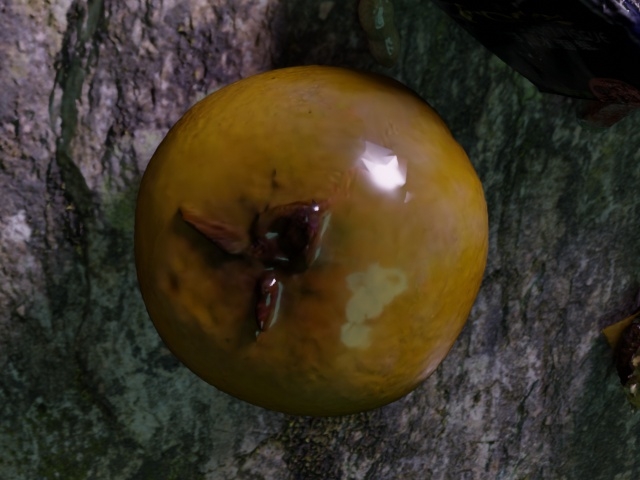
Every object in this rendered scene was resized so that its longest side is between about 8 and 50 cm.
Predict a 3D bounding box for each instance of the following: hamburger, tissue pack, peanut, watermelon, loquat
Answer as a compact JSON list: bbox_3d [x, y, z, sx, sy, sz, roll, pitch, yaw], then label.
[{"bbox_3d":[0.515,0.147,1.508,0.261,0.139,0.243,-38,131,11],"label":"hamburger"},{"bbox_3d":[0.195,-0.224,1.001,0.332,0.245,0.123,29,80,-39],"label":"tissue pack"},{"bbox_3d":[0.059,-0.204,1.093,0.037,0.037,0.083,-25,125,-1],"label":"peanut"},{"bbox_3d":[0.322,-0.189,1.161,0.071,0.139,0.187,27,108,-10],"label":"watermelon"},{"bbox_3d":[0.000,0.000,1.073,0.328,0.328,0.359,-39,176,11],"label":"loquat"}]
